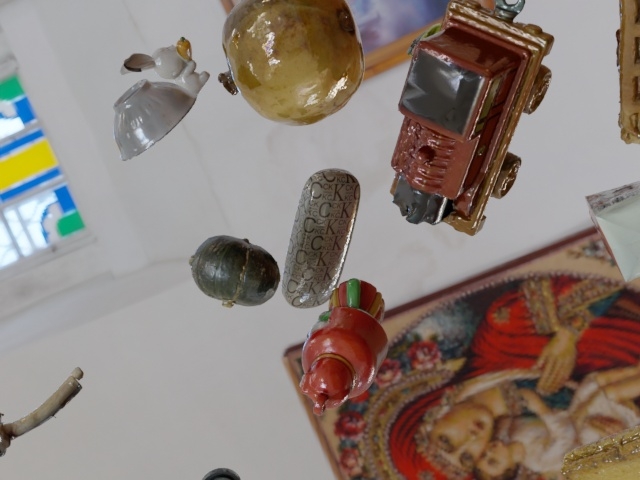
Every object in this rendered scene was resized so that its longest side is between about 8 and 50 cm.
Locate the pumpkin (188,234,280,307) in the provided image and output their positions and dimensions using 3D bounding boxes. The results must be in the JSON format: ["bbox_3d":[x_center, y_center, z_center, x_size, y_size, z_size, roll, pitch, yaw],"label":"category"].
[{"bbox_3d":[-0.178,0.067,1.852,0.190,0.146,0.190,33,173,5],"label":"pumpkin"}]

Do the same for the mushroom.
[{"bbox_3d":[-0.437,0.259,1.341,0.060,0.187,0.061,61,164,-15],"label":"mushroom"}]

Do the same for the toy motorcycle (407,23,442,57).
[{"bbox_3d":[0.310,-0.391,2.163,0.142,0.206,0.342,-1,-84,-61],"label":"toy motorcycle"}]

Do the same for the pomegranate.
[{"bbox_3d":[-0.048,-0.369,1.707,0.307,0.307,0.307,-22,-90,-79],"label":"pomegranate"}]

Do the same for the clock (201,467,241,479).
[{"bbox_3d":[-0.191,0.475,1.700,0.085,0.085,0.017,64,178,-23],"label":"clock"}]

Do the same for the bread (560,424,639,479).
[{"bbox_3d":[0.549,0.406,1.622,0.114,0.211,0.083,44,-143,-19],"label":"bread"}]

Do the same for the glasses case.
[{"bbox_3d":[0.000,0.000,2.031,0.085,0.137,0.355,48,132,48],"label":"glasses case"}]

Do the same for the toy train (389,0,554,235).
[{"bbox_3d":[0.201,-0.177,1.262,0.231,0.163,0.369,-30,-37,-50],"label":"toy train"}]

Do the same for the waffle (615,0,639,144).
[{"bbox_3d":[0.504,-0.266,1.163,0.098,0.224,0.328,-51,-39,-39],"label":"waffle"}]

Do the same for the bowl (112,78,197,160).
[{"bbox_3d":[-0.328,-0.242,1.646,0.086,0.189,0.189,49,-162,-25],"label":"bowl"}]

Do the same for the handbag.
[{"bbox_3d":[0.616,-0.042,1.697,0.151,0.171,0.298,64,-164,-5],"label":"handbag"}]

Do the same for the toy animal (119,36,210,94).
[{"bbox_3d":[-0.350,-0.394,2.016,0.181,0.131,0.127,35,-110,-27],"label":"toy animal"}]

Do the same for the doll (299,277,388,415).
[{"bbox_3d":[0.049,0.225,1.796,0.363,0.160,0.183,-58,-20,-52],"label":"doll"}]
